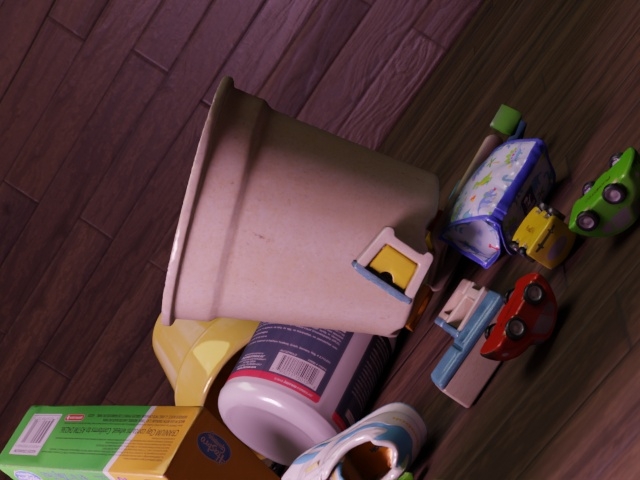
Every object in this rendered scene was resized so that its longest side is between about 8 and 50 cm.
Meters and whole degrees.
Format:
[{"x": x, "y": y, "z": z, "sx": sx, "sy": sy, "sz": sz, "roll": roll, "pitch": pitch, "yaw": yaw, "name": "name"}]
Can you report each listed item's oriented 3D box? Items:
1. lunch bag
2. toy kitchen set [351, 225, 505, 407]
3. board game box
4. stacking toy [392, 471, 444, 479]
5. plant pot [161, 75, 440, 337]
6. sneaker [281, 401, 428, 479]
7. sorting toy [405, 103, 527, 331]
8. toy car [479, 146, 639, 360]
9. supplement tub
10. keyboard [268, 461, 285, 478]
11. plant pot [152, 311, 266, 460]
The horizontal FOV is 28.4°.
[{"x": 0.224, "y": -0.050, "z": 1.562, "sx": 0.129, "sy": 0.096, "sz": 0.151, "roll": -58, "pitch": -3, "yaw": -18, "name": "lunch bag"}, {"x": 0.115, "y": 0.078, "z": 1.427, "sx": 0.122, "sy": 0.166, "sz": 0.207, "roll": -56, "pitch": 6, "yaw": 0, "name": "toy kitchen set"}, {"x": -0.089, "y": 0.256, "z": 1.075, "sx": 0.242, "sy": 0.316, "sz": 0.064, "roll": -8, "pitch": 44, "yaw": 46, "name": "board game box"}, {"x": 0.045, "y": 0.324, "z": 1.252, "sx": 0.221, "sy": 0.052, "sz": 0.167, "roll": -57, "pitch": 6, "yaw": -13, "name": "stacking toy"}, {"x": -0.018, "y": -0.013, "z": 1.643, "sx": 0.334, "sy": 0.305, "sz": 0.334, "roll": -165, "pitch": 90, "yaw": -88, "name": "plant pot"}, {"x": 0.016, "y": 0.268, "z": 1.415, "sx": 0.228, "sy": 0.087, "sz": 0.092, "roll": -44, "pitch": -4, "yaw": 25, "name": "sneaker"}, {"x": 0.184, "y": -0.038, "z": 1.729, "sx": 0.348, "sy": 0.047, "sz": 0.196, "roll": -59, "pitch": -15, "yaw": -16, "name": "sorting toy"}, {"x": 0.256, "y": 0.000, "z": 1.259, "sx": 0.225, "sy": 0.053, "sz": 0.239, "roll": -51, "pitch": 9, "yaw": 39, "name": "toy car"}, {"x": -0.007, "y": 0.169, "z": 1.796, "sx": 0.272, "sy": 0.191, "sz": 0.191, "roll": -60, "pitch": 7, "yaw": -32, "name": "supplement tub"}, {"x": -0.100, "y": 0.401, "z": 2.055, "sx": 0.192, "sy": 0.038, "sz": 0.100, "roll": -61, "pitch": 8, "yaw": -27, "name": "keyboard"}, {"x": -0.148, "y": 0.197, "z": 2.068, "sx": 0.239, "sy": 0.254, "sz": 0.254, "roll": 36, "pitch": 93, "yaw": 47, "name": "plant pot"}]
